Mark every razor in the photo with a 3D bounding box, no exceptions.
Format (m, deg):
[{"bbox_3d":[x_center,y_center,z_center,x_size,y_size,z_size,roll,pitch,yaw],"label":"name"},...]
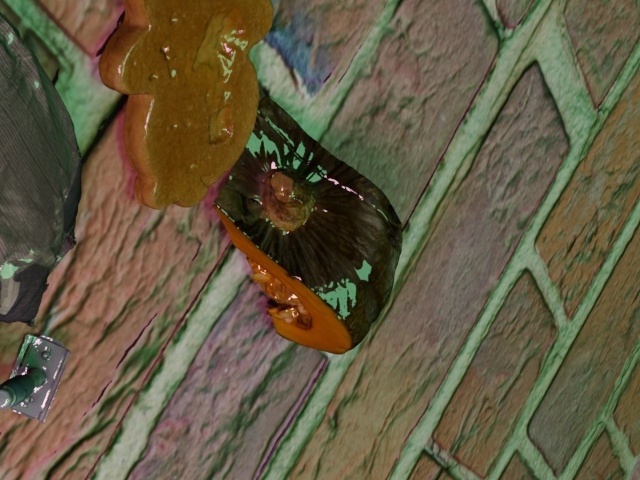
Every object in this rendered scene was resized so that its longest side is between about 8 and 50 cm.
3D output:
[{"bbox_3d":[-0.229,0.113,1.050,0.135,0.040,0.068,-107,-142,-88],"label":"razor"}]

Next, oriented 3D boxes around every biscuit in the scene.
[{"bbox_3d":[-0.108,-0.144,1.132,0.184,0.035,0.249,-33,134,-40],"label":"biscuit"}]

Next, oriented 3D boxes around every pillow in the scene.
[{"bbox_3d":[-0.249,-0.072,0.916,0.161,0.092,0.335,-62,148,-24],"label":"pillow"}]

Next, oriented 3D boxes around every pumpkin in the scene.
[{"bbox_3d":[0.001,-0.002,1.288,0.131,0.126,0.248,-55,145,-21],"label":"pumpkin"}]
